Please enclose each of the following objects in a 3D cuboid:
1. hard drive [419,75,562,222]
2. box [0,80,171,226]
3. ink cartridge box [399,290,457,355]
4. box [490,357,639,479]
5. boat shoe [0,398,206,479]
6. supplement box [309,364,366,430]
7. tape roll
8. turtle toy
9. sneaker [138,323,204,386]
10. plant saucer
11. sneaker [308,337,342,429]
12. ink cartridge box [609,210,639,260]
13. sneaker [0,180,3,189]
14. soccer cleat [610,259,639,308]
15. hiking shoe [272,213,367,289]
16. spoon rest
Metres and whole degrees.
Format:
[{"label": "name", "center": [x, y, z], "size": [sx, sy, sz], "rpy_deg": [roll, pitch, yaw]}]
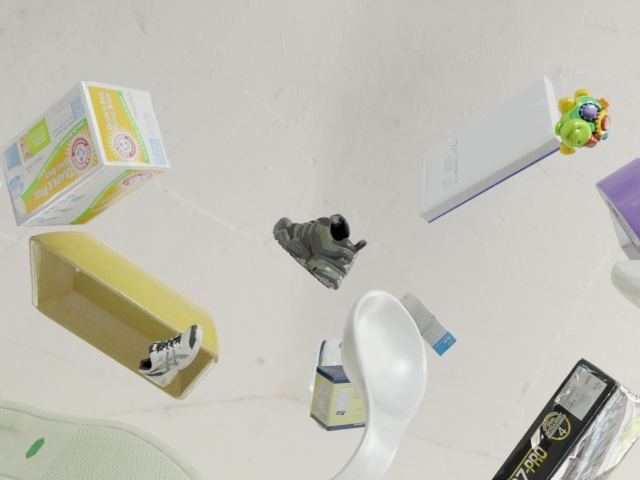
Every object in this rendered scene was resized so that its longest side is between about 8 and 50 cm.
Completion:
[{"label": "hard drive", "center": [0.345, -0.186, 1.331], "size": [0.040, 0.210, 0.319], "rpy_deg": [37, -49, -25]}, {"label": "box", "center": [-0.306, -0.104, 0.823], "size": [0.203, 0.114, 0.103], "rpy_deg": [-25, -11, 33]}, {"label": "ink cartridge box", "center": [0.245, 0.192, 1.576], "size": [0.060, 0.104, 0.180], "rpy_deg": [-43, -79, 0]}, {"label": "box", "center": [0.493, 0.447, 1.279], "size": [0.318, 0.097, 0.395], "rpy_deg": [29, -84, -43]}, {"label": "boat shoe", "center": [-0.160, 0.168, 0.419], "size": [0.233, 0.084, 0.079], "rpy_deg": [8, -55, 24]}, {"label": "supplement box", "center": [0.036, 0.241, 0.985], "size": [0.083, 0.056, 0.083], "rpy_deg": [4, -81, -30]}, {"label": "tape roll", "center": [0.544, -0.038, 1.056], "size": [0.080, 0.189, 0.189], "rpy_deg": [-35, -57, 19]}, {"label": "turtle toy", "center": [0.410, -0.180, 0.998], "size": [0.130, 0.066, 0.095], "rpy_deg": [-28, -62, -34]}, {"label": "sneaker", "center": [-0.144, 0.107, 0.610], "size": [0.037, 0.032, 0.083], "rpy_deg": [33, -66, -20]}, {"label": "plant saucer", "center": [-0.328, 0.124, 1.090], "size": [0.333, 0.081, 0.333], "rpy_deg": [34, -33, -5]}, {"label": "sneaker", "center": [0.031, 0.343, 1.556], "size": [0.095, 0.235, 0.090], "rpy_deg": [-6, -36, 17]}, {"label": "ink cartridge box", "center": [0.729, 0.028, 1.230], "size": [0.197, 0.198, 0.270], "rpy_deg": [-34, -80, 28]}, {"label": "sneaker", "center": [-0.565, 0.001, 0.936], "size": [0.091, 0.094, 0.258], "rpy_deg": [34, -78, -29]}, {"label": "soccer cleat", "center": [0.311, 0.080, 0.489], "size": [0.196, 0.068, 0.076], "rpy_deg": [28, -59, 15]}, {"label": "hiking shoe", "center": [0.000, 0.000, 1.146], "size": [0.114, 0.227, 0.086], "rpy_deg": [-46, -50, -4]}, {"label": "spoon rest", "center": [0.052, 0.164, 0.662], "size": [0.084, 0.276, 0.137], "rpy_deg": [-21, -64, 40]}]
